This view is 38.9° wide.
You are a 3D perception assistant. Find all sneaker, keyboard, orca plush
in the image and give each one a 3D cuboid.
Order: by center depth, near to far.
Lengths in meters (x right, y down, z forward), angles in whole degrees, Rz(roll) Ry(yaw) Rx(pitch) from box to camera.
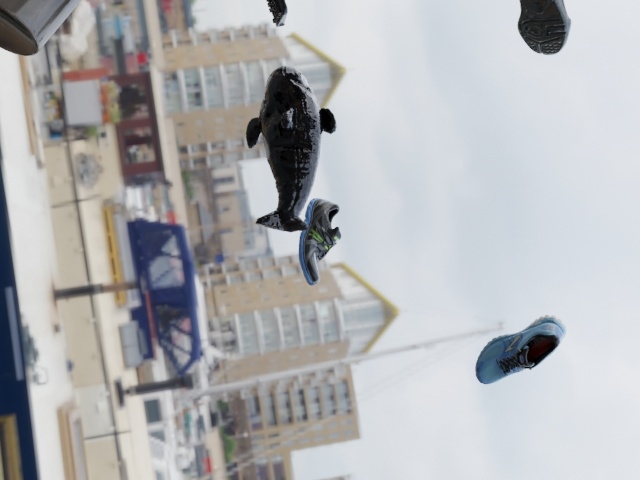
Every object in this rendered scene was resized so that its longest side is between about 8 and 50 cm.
[{"bbox_3d":[0.351,-0.402,1.412,0.130,0.087,0.227,-63,141,-29],"label":"sneaker"},{"bbox_3d":[0.307,0.176,1.415,0.063,0.162,0.073,50,22,-4],"label":"sneaker"},{"bbox_3d":[-0.065,-0.163,1.455,0.102,0.151,0.287,57,45,-69],"label":"orca plush"},{"bbox_3d":[-0.092,-0.445,1.499,0.108,0.023,0.180,161,-88,-83],"label":"keyboard"},{"bbox_3d":[0.000,0.000,1.802,0.067,0.078,0.188,77,21,-62],"label":"sneaker"}]

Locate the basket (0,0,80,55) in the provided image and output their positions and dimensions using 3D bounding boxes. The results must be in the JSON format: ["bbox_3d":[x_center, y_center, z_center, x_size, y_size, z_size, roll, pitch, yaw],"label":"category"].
[{"bbox_3d":[-0.393,-0.384,1.261,0.226,0.204,0.154,-64,144,-21],"label":"basket"}]
